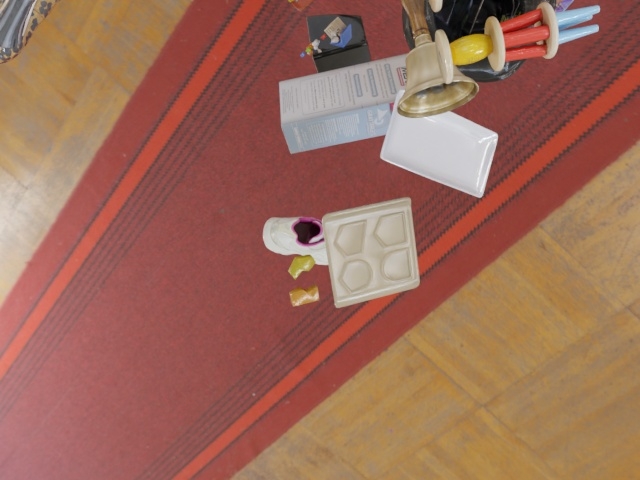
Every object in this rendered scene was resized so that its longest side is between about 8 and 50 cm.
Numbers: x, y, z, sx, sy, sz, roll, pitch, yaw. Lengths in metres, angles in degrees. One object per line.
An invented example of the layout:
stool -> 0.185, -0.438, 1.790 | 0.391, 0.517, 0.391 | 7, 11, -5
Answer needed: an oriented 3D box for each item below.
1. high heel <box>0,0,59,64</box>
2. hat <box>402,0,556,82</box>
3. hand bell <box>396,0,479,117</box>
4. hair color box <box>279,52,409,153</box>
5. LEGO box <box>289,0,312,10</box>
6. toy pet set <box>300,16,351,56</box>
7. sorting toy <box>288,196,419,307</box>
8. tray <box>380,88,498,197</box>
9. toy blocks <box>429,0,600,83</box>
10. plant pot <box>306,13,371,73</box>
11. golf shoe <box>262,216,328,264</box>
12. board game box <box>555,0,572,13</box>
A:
high heel -> -0.586, -0.461, 1.032 | 0.093, 0.261, 0.186 | 32, 123, -29
hat -> 0.333, -0.515, 1.152 | 0.331, 0.134, 0.331 | -2, 117, -4
hand bell -> 0.159, -0.331, 0.818 | 0.126, 0.126, 0.242 | -13, 81, 18
hair color box -> 0.084, -0.368, 1.397 | 0.375, 0.185, 0.113 | -11, 144, 7
LEGO box -> 0.032, -0.807, 1.068 | 0.500, 0.193, 0.372 | -33, 81, 18
toy pet set -> 0.026, -0.513, 1.351 | 0.065, 0.114, 0.122 | 44, 156, -19
sorting toy -> 0.070, 0.036, 1.167 | 0.307, 0.041, 0.229 | -13, 109, -14
tray -> 0.244, -0.193, 1.068 | 0.270, 0.030, 0.145 | 16, 90, -26
toy blocks -> 0.180, -0.226, 0.488 | 0.148, 0.054, 0.123 | -13, 116, 7
plant pot -> 0.068, -0.587, 1.617 | 0.167, 0.188, 0.187 | -14, 150, 9
golf shoe -> 0.000, 0.000, 1.410 | 0.140, 0.306, 0.115 | -14, 73, 52
board game box -> 0.564, -0.630, 1.234 | 0.133, 0.033, 0.168 | 44, 130, 6
